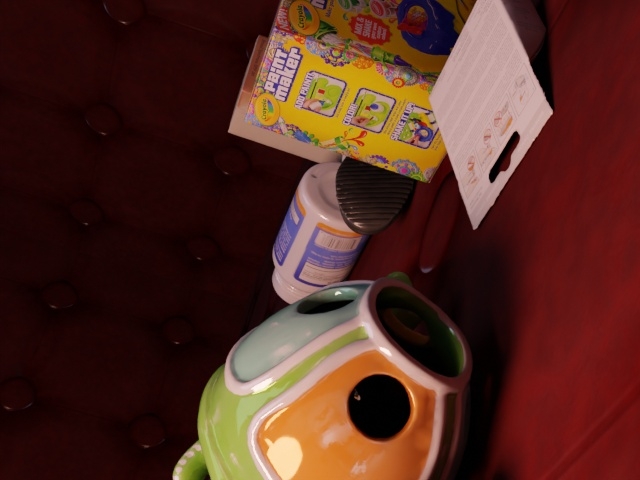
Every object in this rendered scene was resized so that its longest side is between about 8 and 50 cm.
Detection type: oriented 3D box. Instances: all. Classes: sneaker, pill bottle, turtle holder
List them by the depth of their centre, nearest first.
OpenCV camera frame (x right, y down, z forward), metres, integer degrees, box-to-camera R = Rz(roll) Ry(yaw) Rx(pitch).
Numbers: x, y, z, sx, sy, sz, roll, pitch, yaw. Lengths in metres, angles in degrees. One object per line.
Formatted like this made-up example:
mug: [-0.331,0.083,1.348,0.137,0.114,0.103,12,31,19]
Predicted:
turtle holder: [0.041,0.155,0.844,0.227,0.243,0.320,-53,-25,23]
sneaker: [0.087,-0.098,1.447,0.331,0.122,0.146,-82,-6,-48]
pill bottle: [0.000,0.000,1.626,0.272,0.152,0.152,116,169,-48]

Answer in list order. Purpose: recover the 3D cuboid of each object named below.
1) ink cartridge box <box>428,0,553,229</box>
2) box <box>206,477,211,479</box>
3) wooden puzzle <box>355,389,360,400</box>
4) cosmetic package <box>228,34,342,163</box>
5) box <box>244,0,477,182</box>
ink cartridge box: [0.198,-0.150,0.996,0.181,0.056,0.225,115,151,-44]
box: [-0.173,0.380,1.137,0.307,0.077,0.242,-26,-4,-33]
wooden puzzle: [0.063,0.190,1.260,0.079,0.014,0.116,-82,12,-50]
cosmetic package: [-0.003,-0.242,1.654,0.129,0.296,0.153,120,164,-54]
box: [0.068,-0.277,1.275,0.177,0.279,0.290,116,168,-50]
